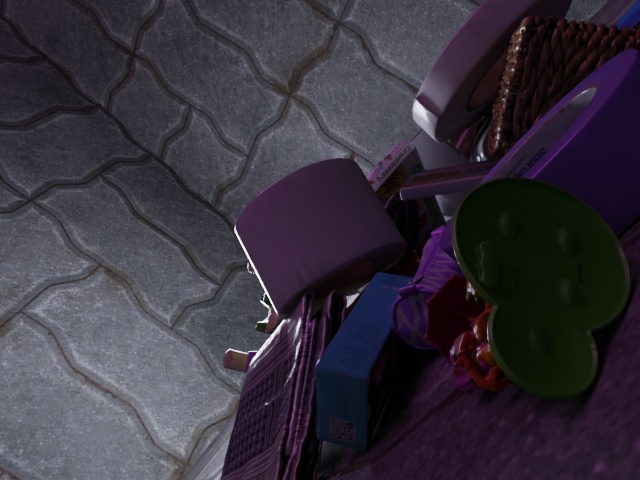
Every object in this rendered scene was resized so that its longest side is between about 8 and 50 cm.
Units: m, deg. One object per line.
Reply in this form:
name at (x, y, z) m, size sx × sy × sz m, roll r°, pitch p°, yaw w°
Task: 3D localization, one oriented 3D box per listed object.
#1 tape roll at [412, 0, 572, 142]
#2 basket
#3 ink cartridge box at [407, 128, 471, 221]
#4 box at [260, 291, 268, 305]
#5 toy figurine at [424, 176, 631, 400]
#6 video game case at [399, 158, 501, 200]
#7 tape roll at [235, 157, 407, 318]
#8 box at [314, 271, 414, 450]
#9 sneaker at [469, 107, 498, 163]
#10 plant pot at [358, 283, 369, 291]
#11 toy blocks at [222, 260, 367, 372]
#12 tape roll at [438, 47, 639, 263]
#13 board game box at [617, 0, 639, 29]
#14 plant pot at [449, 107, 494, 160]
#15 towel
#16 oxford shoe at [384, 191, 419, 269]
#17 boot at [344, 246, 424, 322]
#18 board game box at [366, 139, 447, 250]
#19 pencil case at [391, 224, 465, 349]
tape roll at (0.353, -0.372, 1.128) m, size 0.392 × 0.072 × 0.392 m, roll -40°, pitch -14°, yaw -13°
basket at (0.396, -0.216, 0.861) m, size 0.299 × 0.222 × 0.214 m, roll -45°, pitch -36°, yaw -71°
ink cartridge box at (0.279, -0.149, 1.441) m, size 0.121 × 0.211 × 0.289 m, roll -48°, pitch -1°, yaw -13°
box at (-0.056, 0.213, 1.469) m, size 0.056 × 0.231 × 0.183 m, roll -51°, pitch -2°, yaw -9°
toy figurine at (0.138, 0.066, 0.429) m, size 0.159 × 0.130 × 0.173 m, roll 106°, pitch 178°, yaw -55°
video game case at (0.275, -0.121, 1.029) m, size 0.226 × 0.026 × 0.206 m, roll -7°, pitch 13°, yaw 18°
tape roll at (0.000, 0.000, 0.919) m, size 0.246 × 0.169 × 0.246 m, roll -27°, pitch -17°, yaw -9°
box at (0.065, 0.136, 0.681) m, size 0.244 × 0.060 × 0.101 m, roll -46°, pitch -41°, yaw -59°
sneaker at (0.450, -0.283, 1.257) m, size 0.321 × 0.126 × 0.127 m, roll -47°, pitch 0°, yaw -12°
plant pot at (0.114, 0.015, 1.669) m, size 0.247 × 0.252 × 0.248 m, roll -48°, pitch -1°, yaw -31°
toy blocks at (-0.007, 0.188, 1.169) m, size 0.309 × 0.260 × 0.289 m, roll -9°, pitch 63°, yaw 54°
tape roll at (0.254, -0.066, 0.585) m, size 0.275 × 0.090 × 0.275 m, roll -49°, pitch -1°, yaw -1°
board game box at (0.685, -0.479, 1.139) m, size 0.169 × 0.033 × 0.133 m, roll -53°, pitch 6°, yaw -30°
plant pot at (0.409, -0.244, 1.435) m, size 0.165 × 0.167 × 0.167 m, roll -55°, pitch 0°, yaw -13°
towel at (-0.073, 0.252, 0.791) m, size 0.324 × 0.056 × 0.312 m, roll -48°, pitch 21°, yaw 45°
oxford shoe at (0.149, 0.017, 1.083) m, size 0.096 × 0.082 × 0.227 m, roll -7°, pitch -75°, yaw -78°
boot at (0.104, 0.121, 0.896) m, size 0.220 × 0.109 × 0.283 m, roll -45°, pitch -7°, yaw 24°
board game box at (0.179, -0.056, 1.238) m, size 0.193 × 0.053 × 0.305 m, roll -48°, pitch -40°, yaw -9°
pencil case at (0.148, 0.056, 0.691) m, size 0.086 × 0.088 × 0.206 m, roll -33°, pitch 5°, yaw 28°
